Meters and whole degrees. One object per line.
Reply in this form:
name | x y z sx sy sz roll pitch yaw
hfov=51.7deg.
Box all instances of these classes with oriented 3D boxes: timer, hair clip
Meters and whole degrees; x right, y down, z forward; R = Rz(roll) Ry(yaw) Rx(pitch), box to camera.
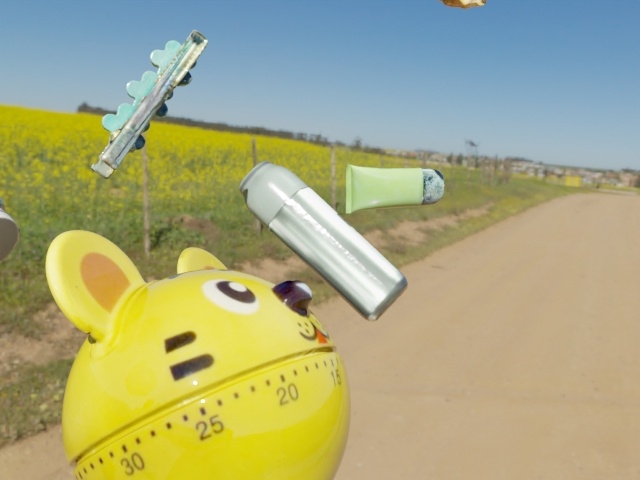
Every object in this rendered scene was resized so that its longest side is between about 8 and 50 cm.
timer | -0.146 0.162 0.806 0.376 0.387 0.376 -21 -17 -7
hair clip | -0.167 -0.135 0.632 0.049 0.173 0.049 25 -21 11

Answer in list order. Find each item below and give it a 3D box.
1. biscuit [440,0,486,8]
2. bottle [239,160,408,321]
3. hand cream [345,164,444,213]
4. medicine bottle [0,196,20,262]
biscuit | 0.290 -0.403 0.956 0.309 0.040 0.204 -23 32 -9
bottle | 0.000 0.000 0.874 0.253 0.079 0.096 42 -21 9
hand cream | 0.133 -0.095 1.188 0.175 0.095 0.046 -1 29 1
medicine bottle | -0.466 -0.044 0.817 0.191 0.107 0.107 33 19 22
